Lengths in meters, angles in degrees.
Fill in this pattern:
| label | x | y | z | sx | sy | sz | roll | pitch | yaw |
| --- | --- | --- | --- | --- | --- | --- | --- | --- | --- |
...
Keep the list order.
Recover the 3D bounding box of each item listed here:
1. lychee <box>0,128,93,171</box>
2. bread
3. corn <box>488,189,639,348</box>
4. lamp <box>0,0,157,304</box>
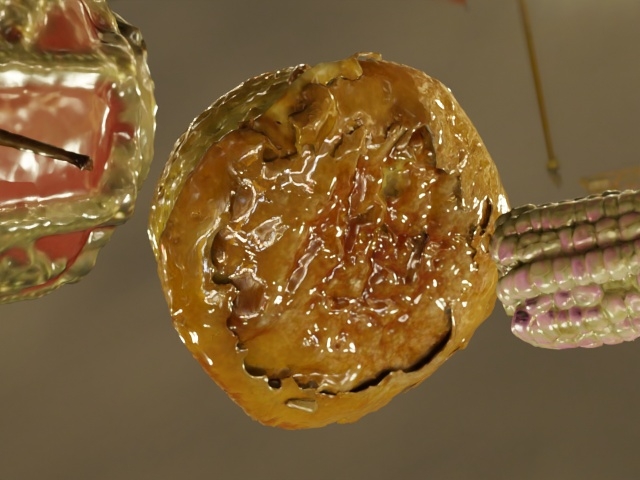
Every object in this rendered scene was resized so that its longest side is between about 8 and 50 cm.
| label | x | y | z | sx | sy | sz | roll | pitch | yaw |
| --- | --- | --- | --- | --- | --- | --- | --- | --- | --- |
| lychee | -0.154 | 0.015 | 0.289 | 0.101 | 0.114 | 0.140 | -25 | -145 | 48 |
| bread | -0.001 | -0.003 | 1.084 | 0.337 | 0.358 | 0.204 | -41 | -144 | -13 |
| corn | 0.283 | 0.010 | 0.837 | 0.335 | 0.126 | 0.126 | -11 | -152 | 35 |
| lamp | -0.198 | -0.046 | 0.462 | 0.177 | 0.177 | 0.274 | 14 | -164 | 43 |
